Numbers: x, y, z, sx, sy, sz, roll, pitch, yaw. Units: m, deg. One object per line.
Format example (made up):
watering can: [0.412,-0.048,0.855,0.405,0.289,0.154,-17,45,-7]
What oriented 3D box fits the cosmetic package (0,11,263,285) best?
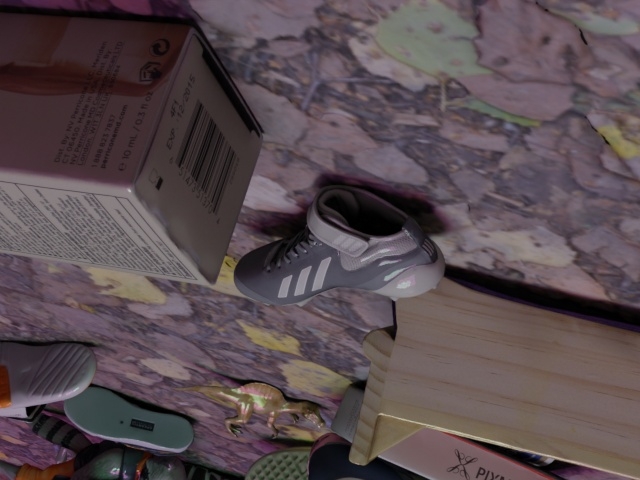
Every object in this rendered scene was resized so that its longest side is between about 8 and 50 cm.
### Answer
cosmetic package: [-0.211,-0.072,0.927,0.296,0.129,0.153,8,157,21]

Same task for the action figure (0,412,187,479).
action figure: [-0.345,0.337,1.897,0.330,0.178,0.341,0,171,30]

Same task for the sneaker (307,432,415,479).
sneaker: [0.112,0.318,1.484,0.112,0.131,0.319,-42,121,15]

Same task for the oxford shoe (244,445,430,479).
oxford shoe: [0.106,0.367,1.674,0.449,0.169,0.130,5,173,25]

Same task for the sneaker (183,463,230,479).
sneaker: [-0.138,0.438,2.071,0.281,0.106,0.162,9,159,19]

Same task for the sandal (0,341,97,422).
sandal: [-0.365,0.189,1.669,0.265,0.102,0.076,-5,146,39]

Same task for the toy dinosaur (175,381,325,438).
toy dinosaur: [-0.085,0.193,1.561,0.183,0.053,0.092,13,142,-6]

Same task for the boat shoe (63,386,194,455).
boat shoe: [-0.266,0.258,1.799,0.183,0.065,0.083,19,158,-4]

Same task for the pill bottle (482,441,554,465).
pill bottle: [0.177,0.169,1.265,0.120,0.067,0.067,25,156,-16]

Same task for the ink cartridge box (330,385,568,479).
ink cartridge box: [0.172,0.244,1.366,0.275,0.060,0.239,25,176,-16]

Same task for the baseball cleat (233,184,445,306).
baseball cleat: [0.000,0.000,1.035,0.206,0.072,0.109,-5,134,35]

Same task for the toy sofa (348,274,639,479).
toy sofa: [0.218,0.139,1.108,0.363,0.177,0.150,12,-179,13]
